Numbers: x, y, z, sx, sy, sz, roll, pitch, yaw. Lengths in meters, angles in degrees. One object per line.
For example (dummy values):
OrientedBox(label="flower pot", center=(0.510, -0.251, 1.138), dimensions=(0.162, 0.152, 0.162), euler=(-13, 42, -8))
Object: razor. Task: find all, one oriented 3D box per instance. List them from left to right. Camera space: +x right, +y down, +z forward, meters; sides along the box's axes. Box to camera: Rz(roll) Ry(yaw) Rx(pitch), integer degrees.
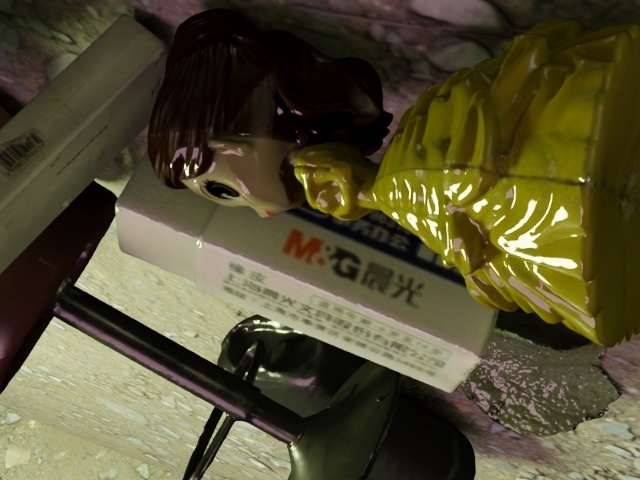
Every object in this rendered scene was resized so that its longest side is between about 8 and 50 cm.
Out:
OrientedBox(label="razor", center=(0.035, 0.216, 1.100), dimensions=(0.204, 0.113, 0.349), euler=(-3, 144, 47))

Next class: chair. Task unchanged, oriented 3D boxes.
OrientedBox(label="chair", center=(-0.148, 0.103, 0.822), dimensions=(0.401, 0.227, 0.226), euler=(32, 154, -9))

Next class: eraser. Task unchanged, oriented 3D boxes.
OrientedBox(label="eraser", center=(0.000, 0.000, 0.687), dimensions=(0.287, 0.130, 0.086), euler=(24, 153, 3))

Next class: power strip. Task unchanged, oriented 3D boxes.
OrientedBox(label="power strip", center=(-0.233, -0.010, 0.606), dimensions=(0.043, 0.367, 0.106), euler=(38, 159, 4))

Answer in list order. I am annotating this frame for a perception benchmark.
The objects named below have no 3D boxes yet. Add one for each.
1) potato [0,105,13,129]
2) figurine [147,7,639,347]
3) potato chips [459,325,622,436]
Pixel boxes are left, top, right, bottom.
OrientedBox(label="potato", center=(-0.385, -0.057, 0.816), dimensions=(0.189, 0.211, 0.264), euler=(21, 155, 27))
OrientedBox(label="figurine", center=(0.030, -0.047, 0.523), dimensions=(0.315, 0.187, 0.168), euler=(9, 119, 33))
OrientedBox(label="potato chips", center=(0.182, 0.109, 0.829), dimensions=(0.167, 0.059, 0.228), euler=(0, 142, 30))
